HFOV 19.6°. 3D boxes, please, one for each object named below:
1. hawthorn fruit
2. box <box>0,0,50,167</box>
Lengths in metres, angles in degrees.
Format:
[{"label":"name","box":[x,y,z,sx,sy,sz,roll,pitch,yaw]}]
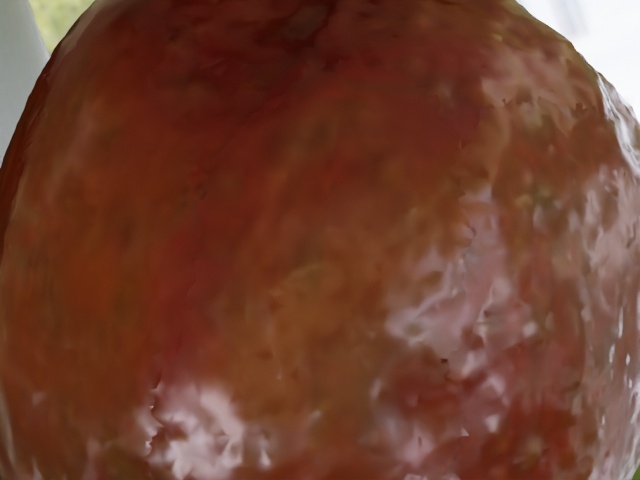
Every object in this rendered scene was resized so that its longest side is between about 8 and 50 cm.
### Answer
[{"label":"hawthorn fruit","box":[0.000,0.000,0.521,0.205,0.253,0.205,6,-169,-1]},{"label":"box","box":[-0.214,-0.010,0.891,0.090,0.373,0.367,-17,-168,17]}]
